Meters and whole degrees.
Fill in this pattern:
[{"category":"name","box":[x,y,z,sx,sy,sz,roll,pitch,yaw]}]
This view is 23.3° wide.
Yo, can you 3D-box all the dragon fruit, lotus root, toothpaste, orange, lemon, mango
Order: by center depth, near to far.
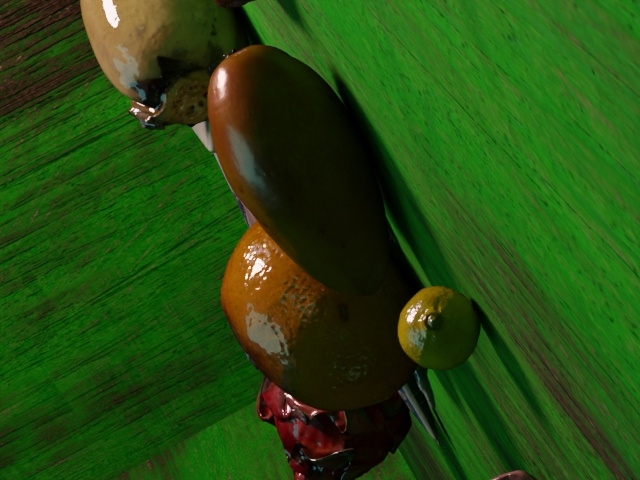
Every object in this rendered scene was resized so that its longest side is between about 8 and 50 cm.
[{"category":"lemon","box":[0.087,0.064,1.140,0.062,0.062,0.083,61,-176,16]},{"category":"mango","box":[-0.010,-0.048,1.277,0.253,0.113,0.138,60,169,-32]},{"category":"orange","box":[0.002,0.070,1.504,0.224,0.170,0.224,55,176,6]},{"category":"lotus root","box":[-0.195,-0.269,1.804,0.310,0.182,0.183,60,176,31]},{"category":"toothpaste","box":[0.113,0.187,2.063,0.197,0.034,0.057,59,-177,-17]},{"category":"dragon fruit","box":[0.011,0.251,2.212,0.233,0.293,0.234,20,-166,-5]}]

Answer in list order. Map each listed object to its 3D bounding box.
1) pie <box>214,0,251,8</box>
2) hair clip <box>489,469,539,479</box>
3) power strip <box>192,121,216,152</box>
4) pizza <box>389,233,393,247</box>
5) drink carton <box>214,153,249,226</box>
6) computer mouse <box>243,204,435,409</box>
[{"category":"pie","box":[-0.109,-0.291,1.303,0.204,0.054,0.219,64,176,-29]},{"category":"hair clip","box":[0.167,0.266,1.260,0.138,0.123,0.102,67,-155,-4]},{"category":"power strip","box":[-0.104,-0.150,1.951,0.367,0.106,0.043,-133,41,-76]},{"category":"pizza","box":[0.047,-0.025,1.433,0.083,0.016,0.037,62,-176,-26]},{"category":"drink carton","box":[-0.076,-0.072,2.261,0.134,0.101,0.222,62,178,40]},{"category":"computer mouse","box":[0.007,0.029,1.706,0.389,0.115,0.199,62,180,12]}]
